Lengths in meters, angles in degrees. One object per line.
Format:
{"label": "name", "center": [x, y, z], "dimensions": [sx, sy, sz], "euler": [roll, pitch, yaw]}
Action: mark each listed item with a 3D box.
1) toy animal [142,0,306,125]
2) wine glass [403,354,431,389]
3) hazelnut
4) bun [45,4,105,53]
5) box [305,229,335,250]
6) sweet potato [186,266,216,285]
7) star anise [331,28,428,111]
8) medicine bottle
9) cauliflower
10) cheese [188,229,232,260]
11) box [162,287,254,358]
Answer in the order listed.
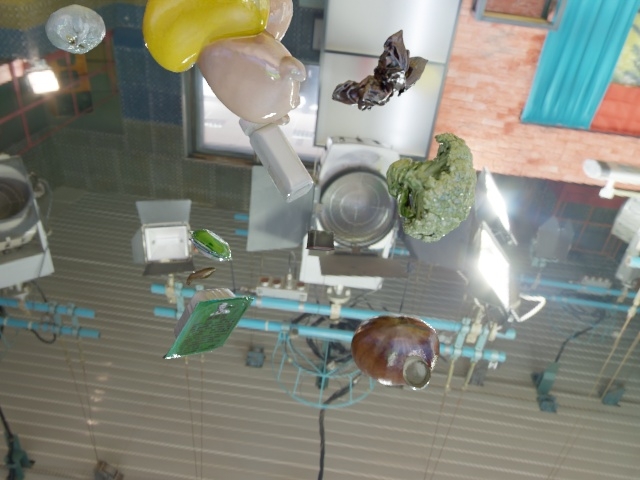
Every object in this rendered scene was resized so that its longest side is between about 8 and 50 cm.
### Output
{"label": "toy animal", "center": [-0.142, -0.421, 0.988], "dimensions": [0.345, 0.277, 0.246], "euler": [35, -133, -9]}
{"label": "wine glass", "center": [0.132, 0.183, 0.694], "dimensions": [0.039, 0.083, 0.042], "euler": [-33, -113, 0]}
{"label": "hazelnut", "center": [0.179, 0.252, 1.223], "dimensions": [0.212, 0.180, 0.181], "euler": [1, -166, 4]}
{"label": "bun", "center": [-0.607, -0.518, 1.270], "dimensions": [0.141, 0.083, 0.141], "euler": [-22, 177, -1]}
{"label": "box", "center": [0.000, 0.000, 1.641], "dimensions": [0.085, 0.063, 0.060], "euler": [5, 173, -28]}
{"label": "sweet potato", "center": [-0.440, 0.127, 1.841], "dimensions": [0.153, 0.041, 0.038], "euler": [-24, -156, 27]}
{"label": "star anise", "center": [0.158, -0.393, 1.244], "dimensions": [0.283, 0.212, 0.129], "euler": [-29, -98, -48]}
{"label": "medicine bottle", "center": [-0.140, -0.273, 1.598], "dimensions": [0.111, 0.161, 0.296], "euler": [-31, -97, -14]}
{"label": "cauliflower", "center": [0.304, -0.146, 1.422], "dimensions": [0.250, 0.272, 0.275], "euler": [23, -123, 27]}
{"label": "cheese", "center": [-0.439, 0.020, 1.988], "dimensions": [0.204, 0.083, 0.320], "euler": [36, -178, 0]}
{"label": "box", "center": [-0.438, 0.298, 1.932], "dimensions": [0.264, 0.336, 0.106], "euler": [0, -137, -49]}
